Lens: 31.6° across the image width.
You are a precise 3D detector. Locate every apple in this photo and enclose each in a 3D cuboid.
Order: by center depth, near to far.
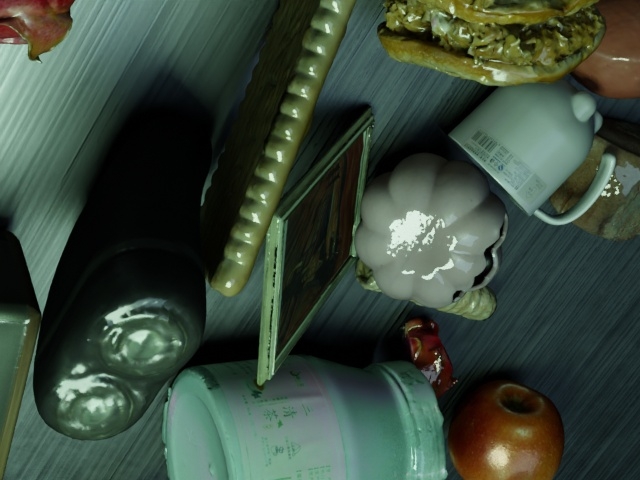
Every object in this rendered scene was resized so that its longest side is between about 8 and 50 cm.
[{"bbox_3d":[0.257,0.271,1.559,0.163,0.163,0.139,6,114,-29],"label":"apple"}]

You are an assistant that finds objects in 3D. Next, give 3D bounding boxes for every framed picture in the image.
[{"bbox_3d":[0.000,0.000,1.219,0.016,0.273,0.216,16,125,17],"label":"framed picture"}]

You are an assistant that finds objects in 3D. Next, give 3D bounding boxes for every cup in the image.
[{"bbox_3d":[0.257,-0.109,1.297,0.142,0.173,0.134,-44,172,6],"label":"cup"}]

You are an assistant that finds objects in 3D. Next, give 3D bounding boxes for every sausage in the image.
[{"bbox_3d":[0.401,-0.242,1.296,0.254,0.148,0.148,-26,130,-11],"label":"sausage"}]

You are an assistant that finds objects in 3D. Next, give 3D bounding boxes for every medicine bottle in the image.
[{"bbox_3d":[-0.017,0.257,1.367,0.290,0.245,0.245,-4,124,-26],"label":"medicine bottle"}]

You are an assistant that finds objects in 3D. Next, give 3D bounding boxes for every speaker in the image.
[{"bbox_3d":[-0.383,0.116,1.119,0.153,0.192,0.230,6,118,-27],"label":"speaker"}]

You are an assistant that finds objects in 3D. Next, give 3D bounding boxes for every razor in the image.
[{"bbox_3d":[-0.181,0.020,1.057,0.113,0.349,0.204,27,117,-20],"label":"razor"}]

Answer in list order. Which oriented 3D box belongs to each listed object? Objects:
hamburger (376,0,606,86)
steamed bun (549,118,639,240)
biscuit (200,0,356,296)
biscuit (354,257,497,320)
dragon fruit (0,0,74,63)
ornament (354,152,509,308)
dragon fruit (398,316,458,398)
[{"bbox_3d":[0.161,-0.268,1.101,0.261,0.245,0.211,3,125,-4],"label":"hamburger"},{"bbox_3d":[0.380,-0.069,1.421,0.175,0.106,0.144,2,121,-30],"label":"steamed bun"},{"bbox_3d":[-0.045,-0.115,1.071,0.044,0.217,0.324,20,95,-15],"label":"biscuit"},{"bbox_3d":[0.139,0.059,1.421,0.219,0.061,0.055,18,122,-33],"label":"biscuit"},{"bbox_3d":[-0.252,-0.295,0.885,0.250,0.250,0.315,40,83,-39],"label":"dragon fruit"},{"bbox_3d":[0.129,-0.014,1.296,0.178,0.177,0.177,-13,127,-18],"label":"ornament"},{"bbox_3d":[0.141,0.163,1.457,0.068,0.126,0.112,-4,166,-6],"label":"dragon fruit"}]
